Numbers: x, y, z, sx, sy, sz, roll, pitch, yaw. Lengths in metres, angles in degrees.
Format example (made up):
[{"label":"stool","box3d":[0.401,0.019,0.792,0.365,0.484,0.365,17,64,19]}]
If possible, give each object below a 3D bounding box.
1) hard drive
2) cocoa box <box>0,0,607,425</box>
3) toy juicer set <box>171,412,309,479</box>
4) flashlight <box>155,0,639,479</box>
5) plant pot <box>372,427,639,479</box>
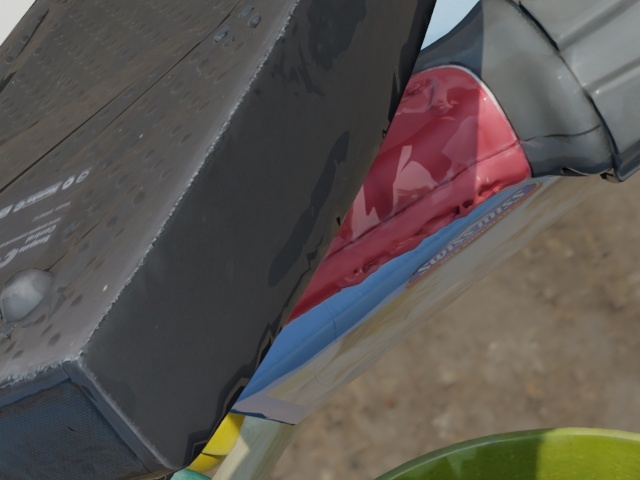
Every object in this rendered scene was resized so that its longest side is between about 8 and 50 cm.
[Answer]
[{"label":"hard drive","box3d":[-0.053,-0.022,0.537,0.172,0.254,0.054,-23,119,37]},{"label":"cocoa box","box3d":[0.040,-0.106,0.906,0.228,0.347,0.231,52,-178,10]},{"label":"toy juicer set","box3d":[-0.079,0.159,1.140,0.329,0.209,0.089,-28,103,47]},{"label":"flashlight","box3d":[0.000,0.000,0.660,0.103,0.304,0.103,59,178,14]},{"label":"plant pot","box3d":[0.123,0.288,0.960,0.275,0.275,0.293,28,147,39]}]
